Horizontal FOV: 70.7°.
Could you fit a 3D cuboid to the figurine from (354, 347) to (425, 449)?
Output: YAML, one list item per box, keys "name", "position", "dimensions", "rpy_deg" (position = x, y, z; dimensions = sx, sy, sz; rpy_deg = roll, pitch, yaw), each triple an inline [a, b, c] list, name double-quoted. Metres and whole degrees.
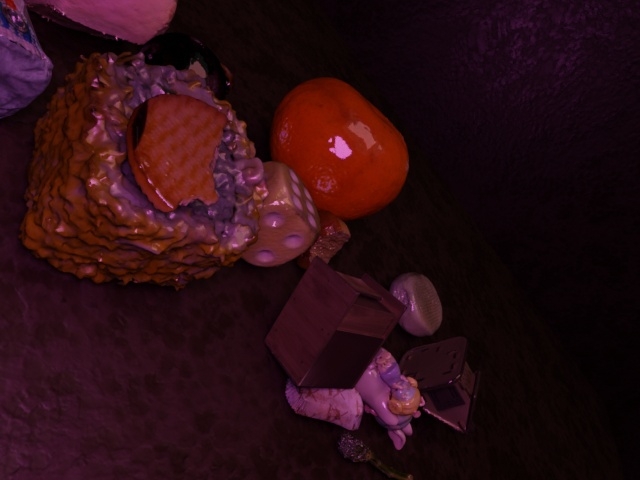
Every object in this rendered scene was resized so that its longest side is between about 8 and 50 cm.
- name: "figurine"
  position: [0.167, 0.365, 1.025]
  dimensions: [0.235, 0.155, 0.127]
  rpy_deg: [56, 40, -3]

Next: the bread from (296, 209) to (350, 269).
- name: "bread"
  position: [-0.007, -0.003, 1.148]
  dimensions: [0.086, 0.156, 0.125]
  rpy_deg: [27, 14, -45]

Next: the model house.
- name: "model house"
  position: [0.342, 0.432, 1.179]
  dimensions: [0.278, 0.205, 0.218]
  rpy_deg: [61, 31, -5]

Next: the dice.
- name: "dice"
  position: [-0.111, -0.057, 0.983]
  dimensions: [0.166, 0.170, 0.169]
  rpy_deg: [51, 20, -39]

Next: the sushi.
- name: "sushi"
  position: [-0.279, -0.116, 0.777]
  dimensions: [0.352, 0.240, 0.396]
  rpy_deg: [21, 48, -45]

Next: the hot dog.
- name: "hot dog"
  position: [0.011, 0.327, 0.930]
  dimensions: [0.191, 0.059, 0.108]
  rpy_deg: [29, 31, -29]

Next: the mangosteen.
- name: "mangosteen"
  position: [-0.292, -0.339, 1.008]
  dimensions: [0.250, 0.211, 0.211]
  rpy_deg: [5, 56, -64]

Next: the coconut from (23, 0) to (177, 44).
- name: "coconut"
  position: [-0.468, -0.557, 0.898]
  dimensions: [0.310, 0.297, 0.297]
  rpy_deg: [3, 59, -49]

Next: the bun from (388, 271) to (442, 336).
- name: "bun"
  position: [0.285, 0.199, 1.388]
  dimensions: [0.221, 0.108, 0.221]
  rpy_deg: [35, 42, -40]

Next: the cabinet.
- name: "cabinet"
  position: [0.028, 0.168, 0.920]
  dimensions: [0.175, 0.215, 0.148]
  rpy_deg: [20, 16, -45]

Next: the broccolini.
- name: "broccolini"
  position: [0.124, 0.475, 0.961]
  dimensions: [0.239, 0.054, 0.051]
  rpy_deg: [42, 19, -27]

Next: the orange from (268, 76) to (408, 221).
- name: "orange"
  position: [0.041, -0.240, 1.252]
  dimensions: [0.424, 0.326, 0.423]
  rpy_deg: [37, 22, -18]

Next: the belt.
- name: "belt"
  position: [-0.520, -0.272, 0.617]
  dimensions: [0.258, 0.207, 0.149]
  rpy_deg: [-2, 65, -46]

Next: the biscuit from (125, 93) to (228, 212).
- name: "biscuit"
  position: [-0.194, -0.133, 0.659]
  dimensions: [0.176, 0.031, 0.228]
  rpy_deg: [57, 33, -8]
